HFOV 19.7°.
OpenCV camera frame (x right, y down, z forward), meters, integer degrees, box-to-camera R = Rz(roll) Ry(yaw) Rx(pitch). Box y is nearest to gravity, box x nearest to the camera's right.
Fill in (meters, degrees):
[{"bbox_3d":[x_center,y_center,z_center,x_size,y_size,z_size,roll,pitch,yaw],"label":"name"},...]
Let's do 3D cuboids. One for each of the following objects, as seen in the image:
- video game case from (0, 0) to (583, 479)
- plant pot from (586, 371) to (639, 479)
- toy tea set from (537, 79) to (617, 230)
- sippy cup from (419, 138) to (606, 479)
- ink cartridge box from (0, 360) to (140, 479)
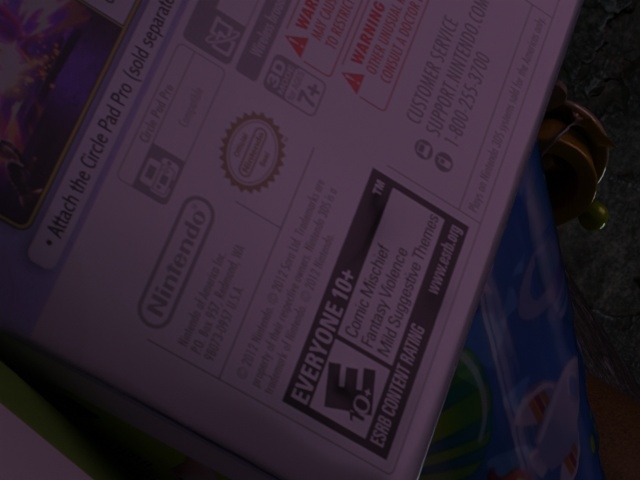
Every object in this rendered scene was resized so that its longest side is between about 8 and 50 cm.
[{"bbox_3d":[-0.051,-0.090,0.474,0.244,0.061,0.269,31,61,-18],"label":"video game case"},{"bbox_3d":[0.109,0.160,0.867,0.254,0.237,0.237,48,9,9],"label":"plant pot"},{"bbox_3d":[0.023,-0.071,1.137,0.336,0.200,0.124,42,31,-21],"label":"toy tea set"},{"bbox_3d":[-0.009,0.031,0.648,0.305,0.240,0.224,-22,93,-39],"label":"sippy cup"},{"bbox_3d":[-0.064,0.155,0.345,0.189,0.097,0.255,50,18,-45],"label":"ink cartridge box"}]
